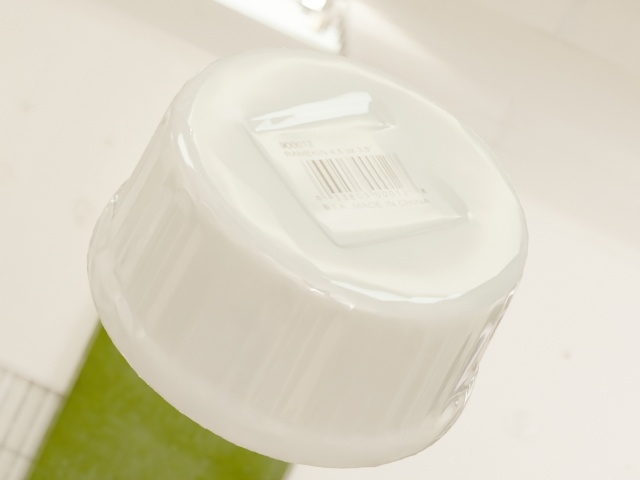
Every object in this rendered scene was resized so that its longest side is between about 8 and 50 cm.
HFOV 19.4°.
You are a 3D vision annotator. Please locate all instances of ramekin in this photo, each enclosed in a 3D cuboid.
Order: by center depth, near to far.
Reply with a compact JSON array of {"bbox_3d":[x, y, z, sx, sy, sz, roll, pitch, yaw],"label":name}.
[{"bbox_3d":[0.000,0.000,1.215,0.277,0.135,0.277,16,41,-14],"label":"ramekin"}]
